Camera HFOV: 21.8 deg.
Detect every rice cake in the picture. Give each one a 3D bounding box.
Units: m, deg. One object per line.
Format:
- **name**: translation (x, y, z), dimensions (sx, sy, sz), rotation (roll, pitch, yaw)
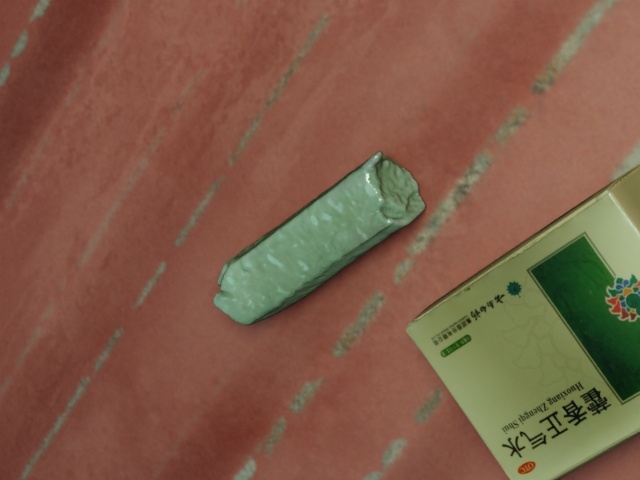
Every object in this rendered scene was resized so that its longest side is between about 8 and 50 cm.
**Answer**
- **rice cake**: translation (-0.001, 0.000, 1.374), dimensions (0.206, 0.069, 0.063), rotation (-35, 85, 29)

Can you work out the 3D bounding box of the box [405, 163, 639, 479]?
- **box**: translation (0.201, 0.070, 1.271), dimensions (0.212, 0.095, 0.168), rotation (-37, 89, 32)
